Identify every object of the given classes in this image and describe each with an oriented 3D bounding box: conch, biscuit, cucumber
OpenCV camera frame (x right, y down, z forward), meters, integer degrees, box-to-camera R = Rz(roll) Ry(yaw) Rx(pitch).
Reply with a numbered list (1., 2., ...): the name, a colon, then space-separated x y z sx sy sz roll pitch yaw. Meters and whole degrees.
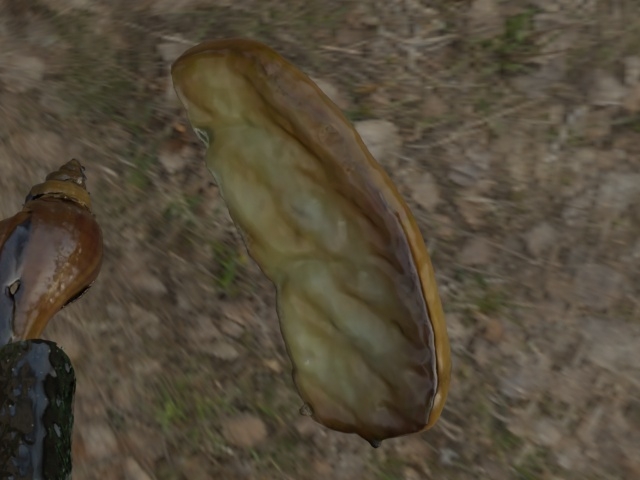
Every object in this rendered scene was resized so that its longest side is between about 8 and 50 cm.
1. conch: -0.214 0.021 1.436 0.086 0.233 0.080 29 130 5
2. biscuit: 0.002 -0.002 1.307 0.045 0.154 0.299 -33 106 -45
3. cucumber: -0.150 0.149 0.954 0.052 0.215 0.058 4 139 -7
